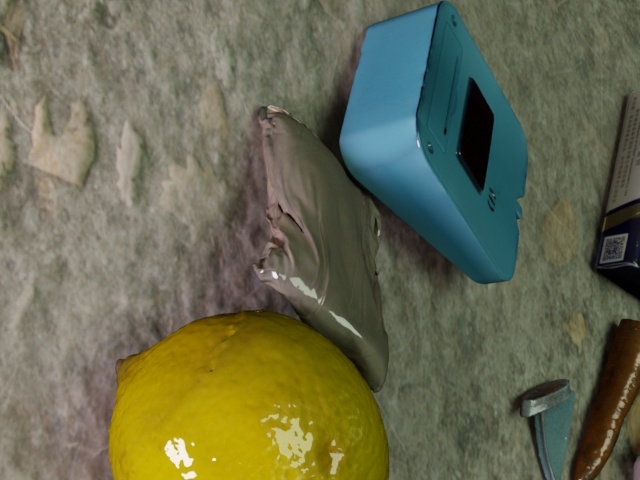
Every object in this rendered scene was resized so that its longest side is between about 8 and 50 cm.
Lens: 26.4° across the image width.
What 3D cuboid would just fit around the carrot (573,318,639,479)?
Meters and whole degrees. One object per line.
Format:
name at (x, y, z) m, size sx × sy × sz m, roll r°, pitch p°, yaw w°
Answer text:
carrot at (0.345, 0.198, 1.614) m, size 0.057 × 0.057 × 0.224 m, roll 41°, pitch 62°, yaw -28°

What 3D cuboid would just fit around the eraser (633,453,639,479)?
eraser at (0.504, 0.281, 1.705) m, size 0.270 × 0.095 × 0.174 m, roll -31°, pitch 105°, yaw -38°

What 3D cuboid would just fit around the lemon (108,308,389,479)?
lemon at (-0.054, 0.181, 1.163) m, size 0.253 × 0.228 × 0.228 m, roll 43°, pitch 58°, yaw -23°

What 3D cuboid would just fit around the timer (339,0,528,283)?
timer at (0.135, -0.097, 1.455) m, size 0.250 × 0.091 × 0.231 m, roll 50°, pitch 38°, yaw -35°

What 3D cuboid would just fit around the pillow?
pillow at (0.000, 0.000, 1.287) m, size 0.173 × 0.067 × 0.270 m, roll 42°, pitch 28°, yaw -30°

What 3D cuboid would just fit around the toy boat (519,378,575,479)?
toy boat at (0.267, 0.226, 1.561) m, size 0.096 × 0.034 × 0.122 m, roll -19°, pitch 104°, yaw -40°

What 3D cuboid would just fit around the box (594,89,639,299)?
box at (0.437, -0.046, 1.718) m, size 0.168 × 0.071 × 0.259 m, roll 30°, pitch 63°, yaw -33°
